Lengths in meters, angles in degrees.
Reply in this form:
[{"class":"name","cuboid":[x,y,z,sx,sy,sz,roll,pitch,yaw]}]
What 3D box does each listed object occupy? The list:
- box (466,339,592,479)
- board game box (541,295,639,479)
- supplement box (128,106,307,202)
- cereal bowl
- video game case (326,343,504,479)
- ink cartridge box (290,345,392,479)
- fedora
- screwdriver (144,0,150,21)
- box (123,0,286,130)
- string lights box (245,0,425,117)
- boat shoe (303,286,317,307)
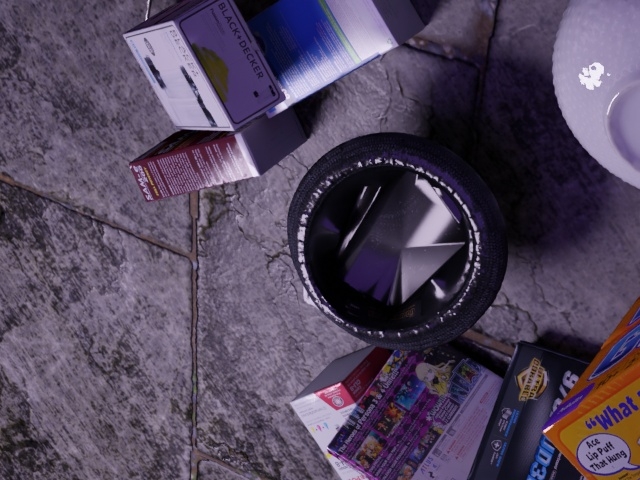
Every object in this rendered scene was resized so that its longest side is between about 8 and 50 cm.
[{"class":"box","cuboid":[0.318,0.266,1.823,0.175,0.220,0.051,18,170,28]},{"class":"board game box","cuboid":[0.543,0.170,1.476,0.356,0.356,0.356,47,134,3]},{"class":"supplement box","cuboid":[-0.153,-0.130,1.966,0.239,0.130,0.073,-12,110,40]},{"class":"cereal bowl","cuboid":[0.408,-0.162,1.460,0.339,0.141,0.339,19,141,16]},{"class":"video game case","cuboid":[0.159,0.268,1.925,0.210,0.232,0.042,31,164,16]},{"class":"ink cartridge box","cuboid":[0.071,0.272,2.053,0.128,0.127,0.176,-28,99,43]},{"class":"fedora","cuboid":[0.121,-0.016,1.812,0.334,0.152,0.334,12,119,23]},{"class":"screwdriver","cuboid":[-0.248,-0.376,1.966,0.024,0.025,0.170,32,140,16]},{"class":"box","cuboid":[-0.166,-0.244,1.836,0.169,0.087,0.290,62,164,-16]},{"class":"string lights box","cuboid":[-0.001,-0.279,1.796,0.260,0.077,0.133,-24,101,43]},{"class":"boat shoe","cuboid":[0.000,0.000,1.958,0.084,0.095,0.258,14,124,24]}]
